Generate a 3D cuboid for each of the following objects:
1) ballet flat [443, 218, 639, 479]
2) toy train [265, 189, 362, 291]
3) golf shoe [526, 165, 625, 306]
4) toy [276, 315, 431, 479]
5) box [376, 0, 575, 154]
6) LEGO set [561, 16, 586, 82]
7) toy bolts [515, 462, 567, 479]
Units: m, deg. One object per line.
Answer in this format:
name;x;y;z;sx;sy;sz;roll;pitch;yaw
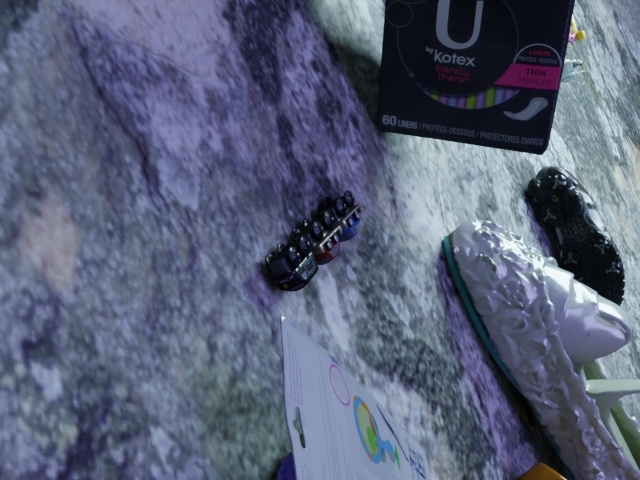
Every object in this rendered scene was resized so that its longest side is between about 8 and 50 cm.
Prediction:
ballet flat;0.270;0.140;1.136;0.409;0.147;0.147;62;26;-10
toy train;0.000;0.000;0.850;0.036;0.027;0.158;66;26;-12
golf shoe;0.332;-0.008;1.436;0.198;0.077;0.094;66;26;-6
toy;0.018;0.161;0.724;0.237;0.056;0.137;43;31;-49
box;0.149;-0.236;1.034;0.143;0.165;0.270;-67;162;-56
LEGO set;0.277;-0.351;1.619;0.132;0.107;0.287;106;-37;-75
toy bolts;0.236;0.327;0.980;0.228;0.158;0.218;42;-6;-25
